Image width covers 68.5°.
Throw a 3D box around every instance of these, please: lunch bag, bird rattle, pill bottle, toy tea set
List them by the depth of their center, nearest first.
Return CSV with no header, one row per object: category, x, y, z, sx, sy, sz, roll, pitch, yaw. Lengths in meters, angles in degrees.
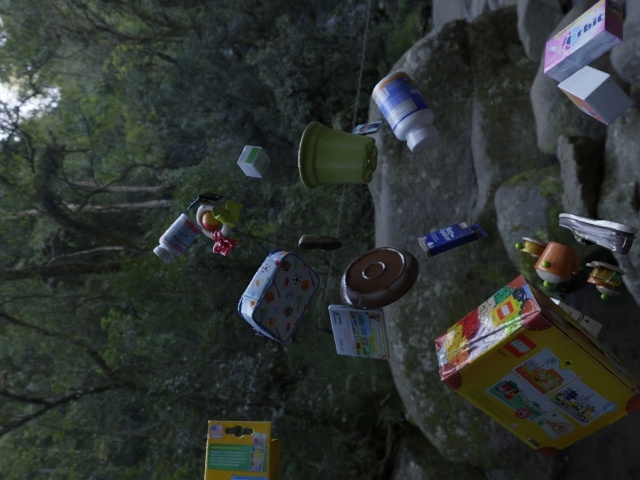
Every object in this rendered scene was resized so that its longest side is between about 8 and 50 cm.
toy tea set,0.736,0.102,1.366,0.200,0.336,0.124,-124,56,-85
pill bottle,-0.475,-0.006,1.564,0.160,0.087,0.087,-51,-16,-8
lunch bag,-0.140,0.202,1.661,0.243,0.115,0.303,48,-115,-39
pill bottle,0.316,-0.462,1.709,0.271,0.153,0.152,62,-179,14
bird rattle,-0.425,-0.068,1.970,0.143,0.207,0.253,-46,-18,-46

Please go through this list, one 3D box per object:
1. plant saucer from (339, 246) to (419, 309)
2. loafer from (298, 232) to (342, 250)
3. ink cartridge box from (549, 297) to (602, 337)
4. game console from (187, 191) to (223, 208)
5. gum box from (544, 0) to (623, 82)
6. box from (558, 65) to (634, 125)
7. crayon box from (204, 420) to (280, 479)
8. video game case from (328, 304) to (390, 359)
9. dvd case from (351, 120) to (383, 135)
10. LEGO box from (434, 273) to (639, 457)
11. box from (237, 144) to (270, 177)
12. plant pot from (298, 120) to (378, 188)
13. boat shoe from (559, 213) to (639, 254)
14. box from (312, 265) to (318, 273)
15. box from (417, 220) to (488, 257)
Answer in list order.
plant saucer,0.204,0.122,1.714,0.310,0.311,0.050,-82,-31,-51
loafer,0.000,0.000,1.578,0.056,0.148,0.050,105,166,-56
ink cartridge box,0.872,0.314,1.681,0.148,0.203,0.086,-63,12,-2
game console,-0.460,-0.153,1.892,0.122,0.108,0.071,-77,1,-77
gum box,0.655,-0.498,1.186,0.188,0.062,0.107,-35,38,63
box,0.828,-0.443,1.420,0.091,0.130,0.170,-47,21,23
crayon box,-0.222,0.683,1.337,0.083,0.203,0.322,47,-139,-67
video game case,0.147,0.343,1.762,0.026,0.207,0.226,-54,-41,-55
dvd case,0.188,-0.455,1.924,0.013,0.120,0.087,63,-141,-31
LEGO box,0.676,0.407,1.479,0.372,0.500,0.193,-45,15,25
box,-0.289,-0.345,2.052,0.101,0.087,0.102,-68,-27,-21
plant pot,0.085,-0.330,1.874,0.276,0.254,0.275,9,-90,-69
boat shoe,0.946,-0.028,1.636,0.324,0.117,0.096,-139,60,-73
box,-0.051,0.218,2.397,0.105,0.043,0.179,89,-159,-78
box,0.479,-0.013,1.712,0.136,0.226,0.036,-93,-18,-70
